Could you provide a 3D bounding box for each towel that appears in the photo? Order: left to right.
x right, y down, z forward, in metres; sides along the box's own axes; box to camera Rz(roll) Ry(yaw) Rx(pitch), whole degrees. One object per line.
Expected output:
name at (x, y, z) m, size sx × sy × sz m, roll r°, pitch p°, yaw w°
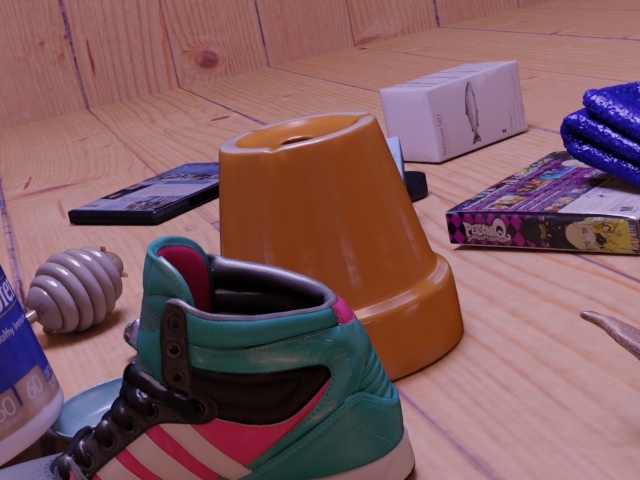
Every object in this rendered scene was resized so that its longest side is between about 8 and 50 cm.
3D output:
towel at (0.418, -0.115, 1.136) m, size 0.308 × 0.076 × 0.228 m, roll -15°, pitch 29°, yaw -31°

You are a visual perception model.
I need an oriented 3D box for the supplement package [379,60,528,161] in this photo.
supplement package at (0.188, -0.183, 1.622) m, size 0.179 × 0.105 × 0.105 m, roll -22°, pitch 18°, yaw -33°

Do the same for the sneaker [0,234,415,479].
sneaker at (-0.101, 0.091, 0.701) m, size 0.296 × 0.178 × 0.124 m, roll -12°, pitch 15°, yaw -2°

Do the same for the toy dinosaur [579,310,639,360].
toy dinosaur at (0.298, 0.063, 0.639) m, size 0.200 × 0.127 × 0.296 m, roll -14°, pitch 1°, yaw -37°

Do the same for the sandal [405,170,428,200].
sandal at (0.015, -0.049, 1.361) m, size 0.255 × 0.054 × 0.097 m, roll -23°, pitch 19°, yaw -36°

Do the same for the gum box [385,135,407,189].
gum box at (0.002, -0.039, 1.249) m, size 0.185 × 0.041 × 0.157 m, roll -9°, pitch 40°, yaw 8°

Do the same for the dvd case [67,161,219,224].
dvd case at (-0.215, -0.071, 1.676) m, size 0.180 × 0.022 × 0.253 m, roll 2°, pitch 20°, yaw 38°

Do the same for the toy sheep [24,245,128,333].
toy sheep at (-0.247, 0.052, 1.143) m, size 0.091 × 0.091 × 0.132 m, roll 3°, pitch 34°, yaw 43°

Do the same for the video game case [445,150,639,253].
video game case at (0.277, -0.045, 1.174) m, size 0.210 × 0.041 × 0.232 m, roll 3°, pitch 21°, yaw 40°

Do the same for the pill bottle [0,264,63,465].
pill bottle at (-0.308, 0.041, 0.838) m, size 0.153 × 0.264 × 0.153 m, roll -21°, pitch 15°, yaw 6°

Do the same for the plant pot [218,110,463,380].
plant pot at (0.000, 0.000, 0.938) m, size 0.205 × 0.187 × 0.205 m, roll -11°, pitch 15°, yaw 3°

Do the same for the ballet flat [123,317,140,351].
ballet flat at (-0.123, 0.077, 1.054) m, size 0.114 × 0.041 × 0.041 m, roll -22°, pitch 18°, yaw -32°

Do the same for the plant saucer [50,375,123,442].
plant saucer at (-0.147, 0.133, 0.885) m, size 0.119 × 0.021 × 0.119 m, roll -10°, pitch 15°, yaw 3°
